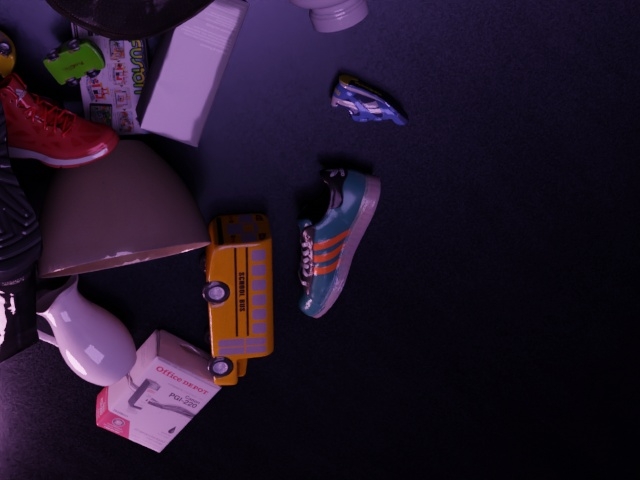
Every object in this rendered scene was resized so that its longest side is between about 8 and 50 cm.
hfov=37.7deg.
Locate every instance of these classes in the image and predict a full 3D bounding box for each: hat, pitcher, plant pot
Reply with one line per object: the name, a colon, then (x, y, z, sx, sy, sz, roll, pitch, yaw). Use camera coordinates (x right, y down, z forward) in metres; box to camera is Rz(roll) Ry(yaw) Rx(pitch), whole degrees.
hat: (-0.266, -0.437, 1.283, 0.332, 0.134, 0.331, 0, 98, 3)
pitcher: (-0.459, 0.178, 1.760, 0.178, 0.125, 0.207, -21, 117, 30)
plant pot: (-0.336, -0.059, 1.544, 0.284, 0.284, 0.190, -11, 88, -2)

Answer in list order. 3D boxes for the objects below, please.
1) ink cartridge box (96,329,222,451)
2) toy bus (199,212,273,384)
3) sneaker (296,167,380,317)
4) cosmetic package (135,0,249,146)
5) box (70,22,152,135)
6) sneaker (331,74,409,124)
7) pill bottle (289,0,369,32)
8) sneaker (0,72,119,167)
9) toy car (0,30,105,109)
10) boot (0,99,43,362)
ink cartridge box: (-0.322, 0.301, 1.872, 0.159, 0.092, 0.218, 32, 112, -27)
toy bus: (-0.157, 0.116, 1.764, 0.130, 0.108, 0.332, -5, 124, -8)
sneaker: (0.000, 0.000, 1.718, 0.121, 0.108, 0.302, 15, 112, -18)
cosmetic package: (-0.202, -0.278, 1.448, 0.107, 0.127, 0.237, 14, 109, -20)
box: (-0.332, -0.268, 1.514, 0.114, 0.036, 0.206, -4, 124, -7)
sneaker: (0.083, -0.229, 1.603, 0.144, 0.053, 0.059, 25, 116, -15)
pill bottle: (-0.007, -0.445, 1.381, 0.146, 0.146, 0.264, -18, 125, 3)
sneaker: (-0.427, -0.186, 1.438, 0.221, 0.087, 0.128, 1, 135, 13)
toy car: (-0.422, -0.264, 1.459, 0.225, 0.053, 0.239, -14, 128, 26)
boot: (-0.549, -0.031, 1.500, 0.146, 0.366, 0.445, -16, 163, -20)
